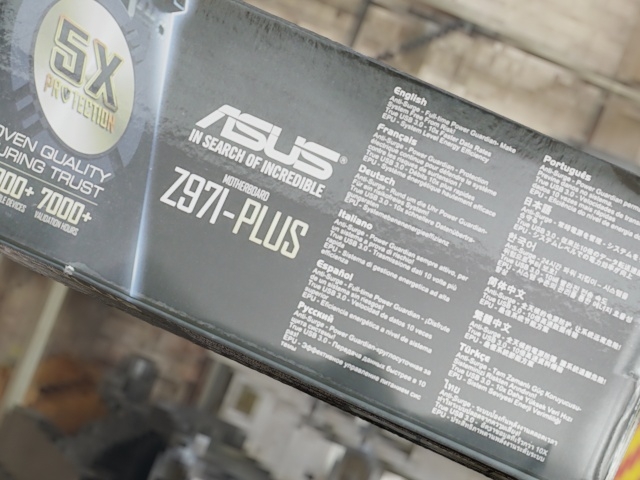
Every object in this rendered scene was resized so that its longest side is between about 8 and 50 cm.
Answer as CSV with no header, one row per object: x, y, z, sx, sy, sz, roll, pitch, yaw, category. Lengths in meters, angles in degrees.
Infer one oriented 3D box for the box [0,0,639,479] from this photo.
0.000,0.000,0.510,0.180,0.077,0.147,24,-5,6,box
